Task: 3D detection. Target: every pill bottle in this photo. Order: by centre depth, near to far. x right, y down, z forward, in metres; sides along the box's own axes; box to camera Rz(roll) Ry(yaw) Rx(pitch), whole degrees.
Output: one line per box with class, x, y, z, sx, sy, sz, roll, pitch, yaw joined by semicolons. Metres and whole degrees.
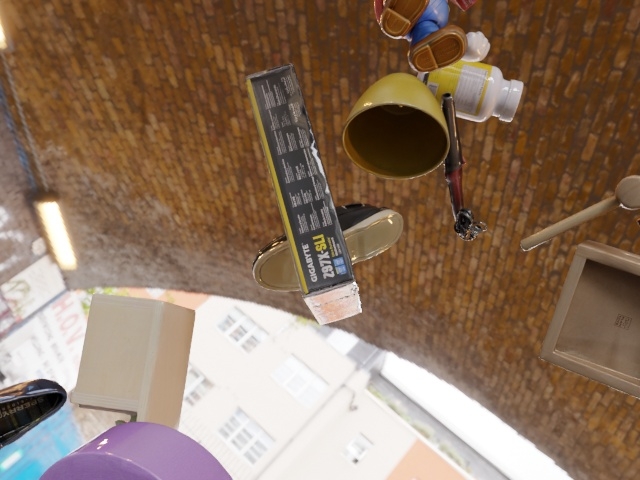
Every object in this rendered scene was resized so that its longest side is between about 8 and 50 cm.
pill bottle;0.267;-0.275;1.222;0.184;0.103;0.103;16;-37;6

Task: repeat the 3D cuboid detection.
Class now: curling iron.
curling iron;0.218;-0.109;1.045;0.068;0.035;0.274;34;-30;47

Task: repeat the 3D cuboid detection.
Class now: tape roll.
tape roll;-0.219;0.366;0.811;0.275;0.090;0.274;4;-79;22

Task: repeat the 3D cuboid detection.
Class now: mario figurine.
mario figurine;0.165;-0.377;1.020;0.170;0.320;0.198;-4;-59;6

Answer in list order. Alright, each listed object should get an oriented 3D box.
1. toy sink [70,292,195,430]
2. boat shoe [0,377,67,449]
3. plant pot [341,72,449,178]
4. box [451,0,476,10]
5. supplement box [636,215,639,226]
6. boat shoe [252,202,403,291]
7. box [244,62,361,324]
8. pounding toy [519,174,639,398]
toy sink;-0.300;0.212;1.074;0.131;0.234;0.153;4;-10;10
boat shoe;-0.512;0.275;1.012;0.089;0.258;0.109;-7;-70;50
plant pot;0.099;-0.158;0.862;0.134;0.095;0.134;7;-36;5
box;0.222;-0.563;1.223;0.123;0.128;0.257;-39;-69;17
supplement box;0.615;-0.034;1.220;0.043;0.083;0.055;-31;-92;41
boat shoe;0.000;-0.004;1.342;0.113;0.340;0.127;41;-34;44
box;-0.018;-0.054;0.989;0.257;0.079;0.321;64;10;-75
pounding toy;0.302;0.034;0.698;0.181;0.094;0.206;21;-78;25
